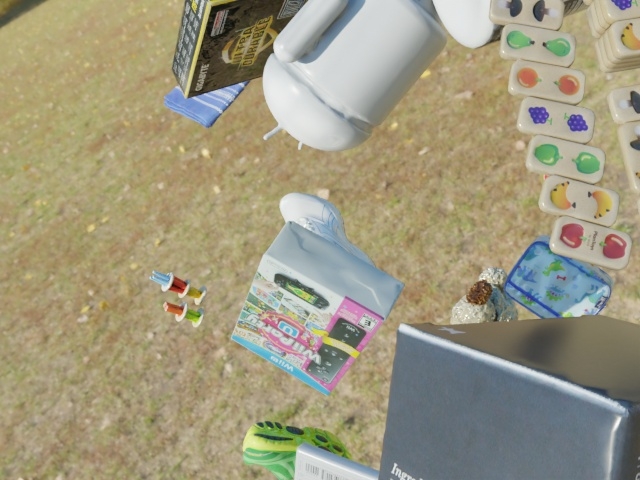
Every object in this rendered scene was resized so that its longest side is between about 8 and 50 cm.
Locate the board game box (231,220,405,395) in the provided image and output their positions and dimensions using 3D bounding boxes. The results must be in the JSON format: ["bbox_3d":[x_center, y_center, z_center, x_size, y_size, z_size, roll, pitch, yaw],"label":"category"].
[{"bbox_3d":[-0.017,0.130,1.216,0.097,0.224,0.303,-58,-4,-38],"label":"board game box"}]

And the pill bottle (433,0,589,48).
[{"bbox_3d":[0.239,-0.288,0.669,0.246,0.130,0.130,-22,28,-9],"label":"pill bottle"}]

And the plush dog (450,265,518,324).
[{"bbox_3d":[0.461,0.222,1.959,0.210,0.226,0.262,47,120,42],"label":"plush dog"}]

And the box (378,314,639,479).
[{"bbox_3d":[0.214,0.278,0.577,0.294,0.394,0.212,2,7,-35],"label":"box"}]

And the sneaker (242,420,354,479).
[{"bbox_3d":[-0.052,0.526,1.674,0.109,0.296,0.123,-98,31,-60],"label":"sneaker"}]

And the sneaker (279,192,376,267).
[{"bbox_3d":[0.000,0.000,1.456,0.297,0.129,0.111,49,116,28],"label":"sneaker"}]

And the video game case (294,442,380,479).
[{"bbox_3d":[0.091,0.589,1.364,0.329,0.299,0.036,13,20,24],"label":"video game case"}]

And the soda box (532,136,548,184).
[{"bbox_3d":[0.427,-0.140,1.213,0.061,0.058,0.181,-29,62,53],"label":"soda box"}]

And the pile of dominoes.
[{"bbox_3d":[0.248,-0.102,0.516,0.196,0.251,0.040,-10,-11,-4],"label":"pile of dominoes"}]

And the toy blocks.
[{"bbox_3d":[-0.367,0.144,1.735,0.054,0.148,0.123,-37,40,36],"label":"toy blocks"}]

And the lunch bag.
[{"bbox_3d":[0.560,0.110,1.614,0.090,0.219,0.176,-31,-26,-57],"label":"lunch bag"}]

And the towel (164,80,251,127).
[{"bbox_3d":[-0.201,-0.406,1.530,0.336,0.040,0.243,-52,39,-4],"label":"towel"}]

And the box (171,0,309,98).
[{"bbox_3d":[-0.121,-0.390,1.231,0.257,0.079,0.322,-24,-7,-23],"label":"box"}]

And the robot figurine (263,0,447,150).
[{"bbox_3d":[0.050,-0.281,1.042,0.353,0.300,0.199,-49,59,15],"label":"robot figurine"}]
